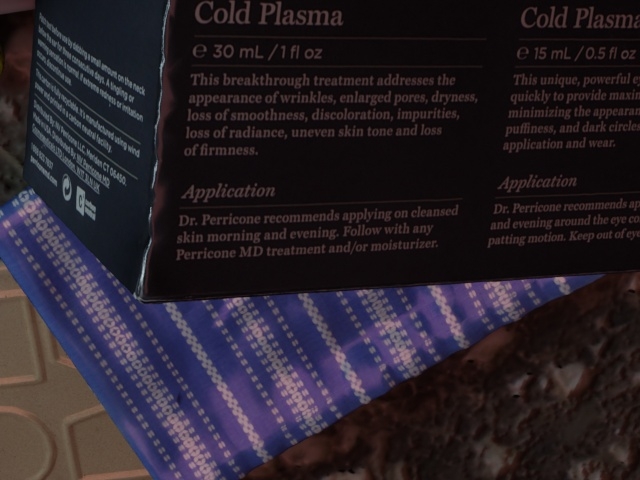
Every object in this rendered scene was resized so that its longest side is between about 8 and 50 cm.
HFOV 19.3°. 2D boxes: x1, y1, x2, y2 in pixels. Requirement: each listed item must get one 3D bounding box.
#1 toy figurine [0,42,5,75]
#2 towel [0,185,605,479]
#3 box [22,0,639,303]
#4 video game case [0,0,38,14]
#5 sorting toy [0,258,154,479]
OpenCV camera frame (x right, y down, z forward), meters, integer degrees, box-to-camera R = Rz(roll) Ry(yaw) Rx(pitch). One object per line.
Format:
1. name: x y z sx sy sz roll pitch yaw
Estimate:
1. toy figurine: -0.314 -0.206 0.964 0.191 0.217 0.362 -49 152 17
2. towel: 0.000 0.000 1.129 0.336 0.040 0.243 -30 117 1
3. box: 0.051 -0.153 0.917 0.343 0.179 0.312 -2 112 -26
4. video game case: -0.173 -0.246 0.857 0.036 0.329 0.300 20 114 33
5. sorting toy: -0.171 0.090 1.202 0.208 0.038 0.193 -4 119 3
